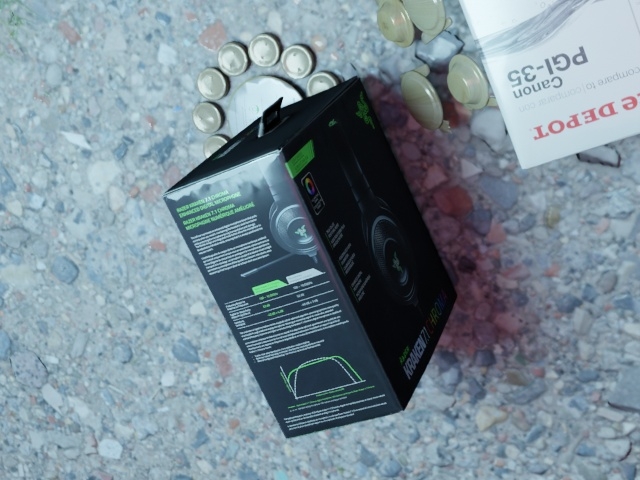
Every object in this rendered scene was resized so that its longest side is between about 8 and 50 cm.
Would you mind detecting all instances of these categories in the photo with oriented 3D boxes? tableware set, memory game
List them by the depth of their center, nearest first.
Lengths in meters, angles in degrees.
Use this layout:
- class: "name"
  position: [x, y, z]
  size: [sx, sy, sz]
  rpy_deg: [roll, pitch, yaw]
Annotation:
- class: "tableware set"
  position: [0.102, -0.180, 0.993]
  size: [0.169, 0.020, 0.141]
  rpy_deg: [65, 160, -12]
- class: "memory game"
  position: [-0.056, -0.132, 1.125]
  size: [0.186, 0.012, 0.186]
  rpy_deg: [8, 112, 20]

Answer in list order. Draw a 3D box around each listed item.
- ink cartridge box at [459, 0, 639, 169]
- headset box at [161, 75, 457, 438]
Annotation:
- class: "ink cartridge box"
  position: [0.234, -0.230, 0.907]
  size: [0.207, 0.117, 0.283]
  rpy_deg: [-17, 102, 27]
- class: "headset box"
  position: [0.000, 0.000, 1.011]
  size: [0.131, 0.246, 0.283]
  rpy_deg: [-19, 105, 26]
